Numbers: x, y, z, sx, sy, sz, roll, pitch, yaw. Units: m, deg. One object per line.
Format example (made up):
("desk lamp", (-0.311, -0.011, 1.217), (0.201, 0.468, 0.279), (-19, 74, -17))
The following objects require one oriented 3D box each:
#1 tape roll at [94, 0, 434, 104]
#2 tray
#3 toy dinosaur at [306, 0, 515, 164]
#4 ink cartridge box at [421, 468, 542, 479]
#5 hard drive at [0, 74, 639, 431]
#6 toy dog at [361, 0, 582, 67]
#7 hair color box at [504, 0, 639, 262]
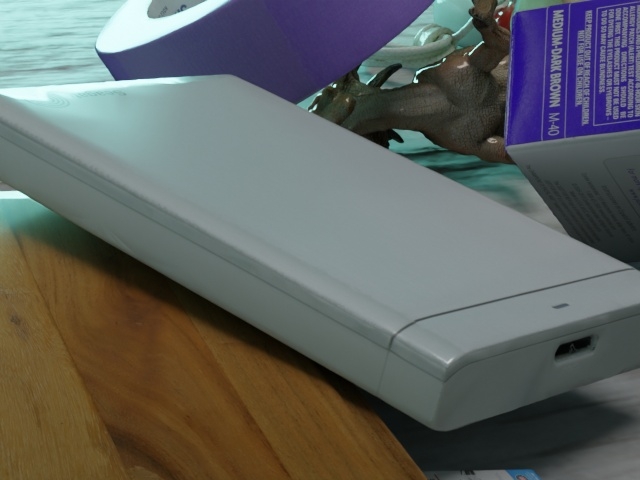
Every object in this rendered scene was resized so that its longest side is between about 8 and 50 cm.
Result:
("tape roll", (-0.033, -0.185, 1.311), (0.274, 0.090, 0.275), (-28, 21, 12))
("tray", (-0.101, 0.077, 0.871), (0.202, 0.076, 0.411), (-3, 25, -20))
("toy dinosaur", (0.120, -0.114, 1.337), (0.295, 0.127, 0.200), (3, 0, -36))
("ink cartridge box", (0.072, 0.133, 0.825), (0.083, 0.028, 0.048), (3, 22, -23))
("hard drive", (-0.001, -0.010, 0.968), (0.353, 0.047, 0.233), (27, 23, 34))
("toy dog", (0.194, -0.236, 1.500), (0.333, 0.161, 0.220), (8, 16, 43))
("hair color box", (0.302, -0.079, 1.055), (0.338, 0.110, 0.185), (-5, -26, 25))
